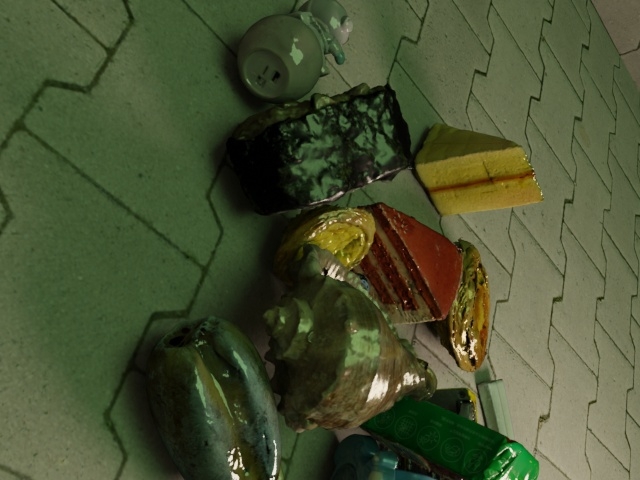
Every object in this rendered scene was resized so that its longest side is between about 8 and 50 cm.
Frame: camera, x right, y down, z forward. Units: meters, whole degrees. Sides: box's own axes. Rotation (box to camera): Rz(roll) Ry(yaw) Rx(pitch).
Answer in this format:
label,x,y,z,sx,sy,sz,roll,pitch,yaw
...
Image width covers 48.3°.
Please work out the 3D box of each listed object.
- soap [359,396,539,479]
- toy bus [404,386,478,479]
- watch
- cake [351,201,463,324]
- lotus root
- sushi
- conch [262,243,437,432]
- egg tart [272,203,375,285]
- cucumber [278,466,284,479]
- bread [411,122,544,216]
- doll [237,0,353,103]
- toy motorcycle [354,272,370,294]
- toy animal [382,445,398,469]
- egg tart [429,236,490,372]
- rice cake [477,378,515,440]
label,x,y,z,sx,sy,sz,roll,pitch,yaw
soap,0.199,0.333,1.166,0.218,0.273,0.098,43,69,-45
toy bus,0.236,0.447,1.331,0.152,0.144,0.330,32,54,-62
watch,0.116,0.433,1.163,0.193,0.211,0.211,25,61,-23
cake,0.126,0.055,1.302,0.262,0.158,0.160,26,60,-41
lotus root,-0.132,0.260,0.961,0.158,0.140,0.322,-24,104,-33
sushi,0.009,-0.156,1.182,0.350,0.211,0.171,-22,103,-41
conch,0.021,0.159,1.068,0.352,0.210,0.297,51,16,-45
egg tart,0.000,0.000,1.188,0.191,0.191,0.074,6,41,-49
cucumber,-0.098,0.316,1.064,0.067,0.035,0.107,-7,80,-39
bread,0.358,-0.168,1.552,0.168,0.264,0.163,58,45,-30
doll,-0.033,-0.343,1.238,0.151,0.151,0.287,60,39,-20
toy motorcycle,0.034,0.145,1.233,0.114,0.076,0.205,27,66,-38
toy animal,0.129,0.410,1.308,0.050,0.028,0.084,30,59,-31
egg tart,0.289,0.136,1.506,0.297,0.132,0.297,21,67,-62
rice cake,0.410,0.424,1.624,0.080,0.042,0.222,-9,86,-49
